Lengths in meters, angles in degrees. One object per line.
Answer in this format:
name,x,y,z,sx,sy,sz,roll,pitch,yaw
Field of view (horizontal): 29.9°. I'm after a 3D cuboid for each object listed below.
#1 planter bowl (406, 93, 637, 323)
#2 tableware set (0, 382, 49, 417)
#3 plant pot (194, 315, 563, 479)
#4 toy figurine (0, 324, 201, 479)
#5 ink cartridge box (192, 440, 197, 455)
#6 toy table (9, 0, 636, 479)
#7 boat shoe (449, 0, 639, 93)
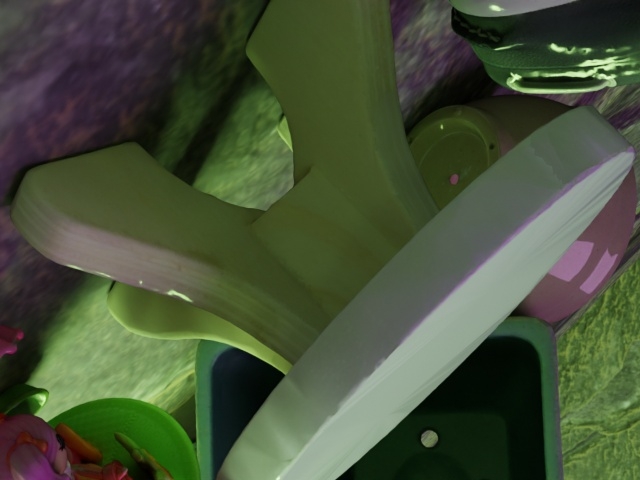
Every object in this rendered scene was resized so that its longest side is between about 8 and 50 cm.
planter bowl,0.115,-0.031,0.812,0.109,0.162,0.162,20,120,-41
tableware set,-0.213,0.129,0.632,0.154,0.024,0.104,-25,155,-47
plant pot,0.067,0.195,0.898,0.247,0.248,0.252,-4,171,14
toy figurine,-0.132,0.109,0.552,0.130,0.173,0.159,-49,142,-13
ink cartridge box,-0.068,0.320,0.995,0.207,0.283,0.117,-21,157,-52
toy table,0.000,0.000,0.567,0.274,0.161,0.252,-50,163,25
boat shoe,0.207,-0.135,0.559,0.091,0.302,0.114,55,43,-44
